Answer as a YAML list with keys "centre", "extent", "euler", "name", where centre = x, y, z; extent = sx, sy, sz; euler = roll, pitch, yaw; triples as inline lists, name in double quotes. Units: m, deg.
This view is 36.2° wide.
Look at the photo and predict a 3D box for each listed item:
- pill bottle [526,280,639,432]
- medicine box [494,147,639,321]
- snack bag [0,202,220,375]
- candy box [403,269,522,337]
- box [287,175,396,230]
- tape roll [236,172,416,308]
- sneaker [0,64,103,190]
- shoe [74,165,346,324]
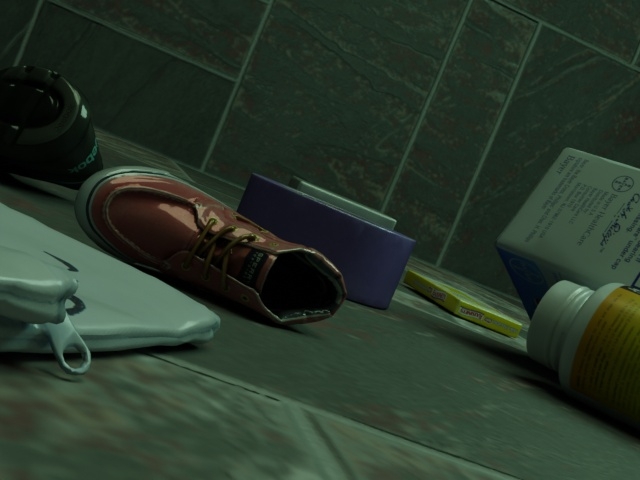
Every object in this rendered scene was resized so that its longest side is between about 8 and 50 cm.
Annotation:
- centre: [0.297, 0.112, 0.873]
  extent: [0.215, 0.117, 0.117]
  euler: [25, 4, 36]
  name: "pill bottle"
- centre: [0.373, 0.068, 1.060]
  extent: [0.289, 0.149, 0.263]
  euler: [26, -20, 40]
  name: "medicine box"
- centre: [-0.221, -0.030, 0.373]
  extent: [0.323, 0.037, 0.342]
  euler: [23, 3, 20]
  name: "snack bag"
- centre: [0.202, 0.090, 1.426]
  extent: [0.105, 0.027, 0.206]
  euler: [24, 3, -17]
  name: "candy box"
- centre: [0.010, -0.016, 1.260]
  extent: [0.130, 0.091, 0.170]
  euler: [22, 3, -7]
  name: "box"
- centre: [0.000, 0.000, 1.038]
  extent: [0.189, 0.080, 0.189]
  euler: [22, 4, -2]
  name: "tape roll"
- centre: [-0.299, -0.106, 0.829]
  extent: [0.267, 0.101, 0.106]
  euler: [23, -19, 21]
  name: "sneaker"
- centre: [-0.065, 0.004, 0.628]
  extent: [0.178, 0.063, 0.081]
  euler: [26, -4, -37]
  name: "shoe"
